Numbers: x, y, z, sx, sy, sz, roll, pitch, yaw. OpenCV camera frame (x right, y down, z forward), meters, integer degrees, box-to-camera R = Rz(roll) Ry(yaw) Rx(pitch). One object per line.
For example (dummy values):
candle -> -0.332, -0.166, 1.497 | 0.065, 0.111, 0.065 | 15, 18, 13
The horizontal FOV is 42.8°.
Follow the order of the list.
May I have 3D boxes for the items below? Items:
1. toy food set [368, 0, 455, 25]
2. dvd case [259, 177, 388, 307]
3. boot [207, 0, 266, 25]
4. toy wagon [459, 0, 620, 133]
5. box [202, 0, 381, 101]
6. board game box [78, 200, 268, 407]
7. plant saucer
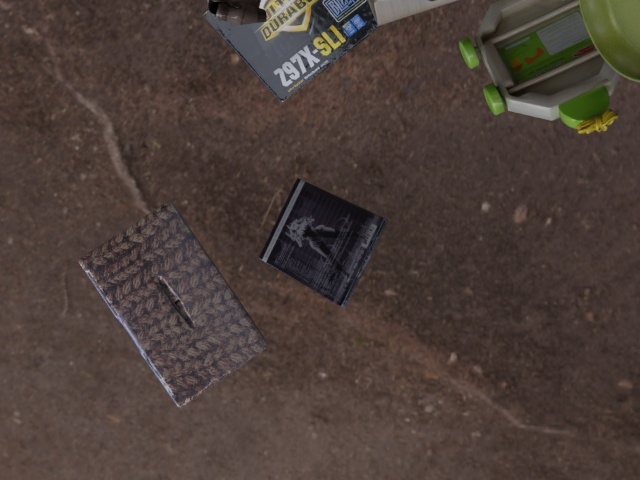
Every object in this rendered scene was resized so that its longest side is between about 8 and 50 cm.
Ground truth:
toy food set -> 0.155, -0.442, 1.192 | 0.219, 0.306, 0.092 | -17, 135, 5
dvd case -> 0.000, 0.000, 1.425 | 0.221, 0.165, 0.018 | 28, -177, 40
boot -> -0.138, -0.375, 1.309 | 0.086, 0.118, 0.042 | 2, 117, -22
toy wagon -> 0.408, -0.307, 1.417 | 0.267, 0.345, 0.068 | -24, 149, 9
box -> -0.046, -0.481, 1.711 | 0.322, 0.079, 0.257 | -32, 113, 30
board game box -> -0.204, 0.090, 1.180 | 0.141, 0.291, 0.232 | -34, 92, -8
plant saucer -> 0.369, -0.302, 0.922 | 0.037, 0.241, 0.241 | -15, 130, -12
